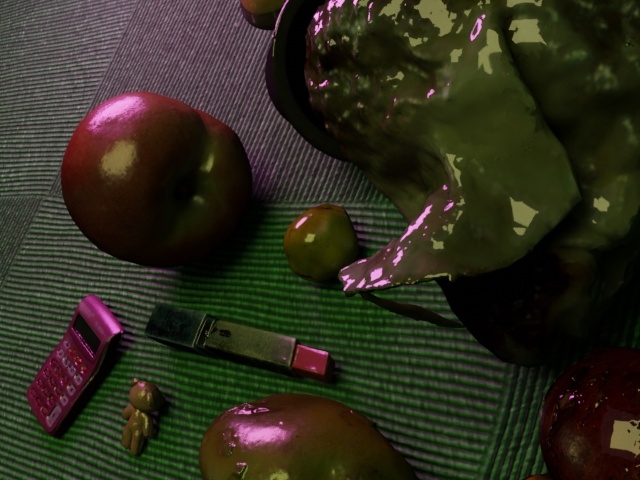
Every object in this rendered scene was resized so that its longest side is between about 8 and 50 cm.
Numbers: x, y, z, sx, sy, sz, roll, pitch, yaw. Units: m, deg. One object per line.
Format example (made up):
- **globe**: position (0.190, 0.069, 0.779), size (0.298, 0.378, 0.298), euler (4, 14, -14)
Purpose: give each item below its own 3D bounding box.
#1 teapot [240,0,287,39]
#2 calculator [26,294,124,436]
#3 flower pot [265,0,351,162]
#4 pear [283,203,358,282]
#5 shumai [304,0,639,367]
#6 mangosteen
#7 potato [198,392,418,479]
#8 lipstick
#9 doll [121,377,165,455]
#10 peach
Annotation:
- **teapot**: position (-0.036, -0.366, 1.355), size (0.166, 0.119, 0.130), euler (-32, 54, 9)
- **calculator**: position (-0.357, 0.182, 1.337), size (0.127, 0.034, 0.190), euler (37, 95, 46)
- **flower pot**: position (0.021, -0.213, 1.162), size (0.235, 0.235, 0.148), euler (-62, 23, -10)
- **pear**: position (0.000, 0.000, 1.108), size (0.092, 0.092, 0.097), euler (-2, 63, 40)
- **shumai**: position (0.178, -0.056, 0.861), size (0.395, 0.395, 0.348), euler (-4, 81, 39)
- **mangosteen**: position (0.248, 0.180, 0.736), size (0.166, 0.166, 0.180), euler (43, 120, 47)
- **potato**: position (-0.017, 0.229, 0.900), size (0.253, 0.186, 0.148), euler (10, 86, 40)
- **lipstick**: position (-0.097, 0.128, 1.136), size (0.312, 0.051, 0.051), euler (7, 68, 41)
- **doll**: position (-0.238, 0.227, 1.189), size (0.061, 0.051, 0.093), euler (25, 82, 40)
- **peach**: position (-0.225, -0.081, 1.239), size (0.252, 0.252, 0.252), euler (-22, 51, 29)
